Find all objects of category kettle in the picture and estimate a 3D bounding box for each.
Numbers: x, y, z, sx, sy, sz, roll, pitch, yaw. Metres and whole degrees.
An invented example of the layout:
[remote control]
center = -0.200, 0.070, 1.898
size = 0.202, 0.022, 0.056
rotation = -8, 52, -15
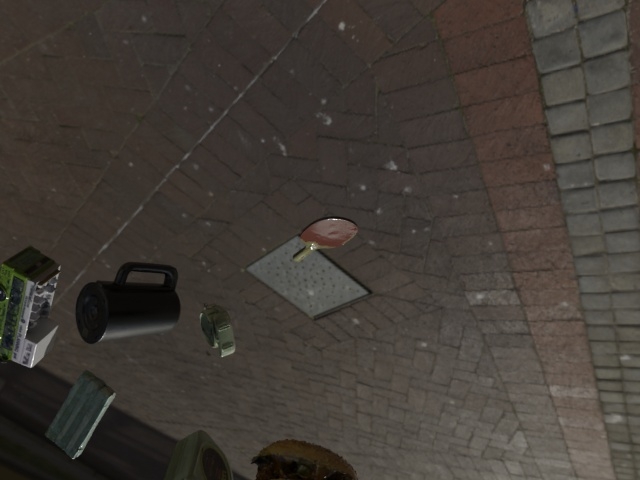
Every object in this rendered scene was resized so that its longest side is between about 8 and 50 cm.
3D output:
[kettle]
center = -0.673, 0.219, 1.751
size = 0.203, 0.263, 0.308
rotation = -13, 169, 35

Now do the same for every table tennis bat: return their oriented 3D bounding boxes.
[table tennis bat]
center = 0.000, 0.000, 1.254
size = 0.131, 0.022, 0.234
rotation = 14, 147, -30

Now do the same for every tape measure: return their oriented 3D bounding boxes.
[tape measure]
center = -0.325, 0.652, 1.306
size = 0.115, 0.235, 0.207
rotation = -28, 107, 6

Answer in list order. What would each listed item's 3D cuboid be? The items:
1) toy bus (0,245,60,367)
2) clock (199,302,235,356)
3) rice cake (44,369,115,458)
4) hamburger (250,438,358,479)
[toy bus]
center = -0.725, 0.169, 1.211
size = 0.139, 0.113, 0.302
rotation = 27, 119, -3
[clock]
center = -0.350, 0.287, 1.636
size = 0.191, 0.062, 0.152
rotation = 19, 121, 54
[rice cake]
center = -0.653, 0.471, 1.346
size = 0.124, 0.211, 0.038
rotation = 36, -179, 6
[hamburger]
center = -0.019, 0.407, 0.809
size = 0.190, 0.118, 0.182
rotation = -8, 135, 31
